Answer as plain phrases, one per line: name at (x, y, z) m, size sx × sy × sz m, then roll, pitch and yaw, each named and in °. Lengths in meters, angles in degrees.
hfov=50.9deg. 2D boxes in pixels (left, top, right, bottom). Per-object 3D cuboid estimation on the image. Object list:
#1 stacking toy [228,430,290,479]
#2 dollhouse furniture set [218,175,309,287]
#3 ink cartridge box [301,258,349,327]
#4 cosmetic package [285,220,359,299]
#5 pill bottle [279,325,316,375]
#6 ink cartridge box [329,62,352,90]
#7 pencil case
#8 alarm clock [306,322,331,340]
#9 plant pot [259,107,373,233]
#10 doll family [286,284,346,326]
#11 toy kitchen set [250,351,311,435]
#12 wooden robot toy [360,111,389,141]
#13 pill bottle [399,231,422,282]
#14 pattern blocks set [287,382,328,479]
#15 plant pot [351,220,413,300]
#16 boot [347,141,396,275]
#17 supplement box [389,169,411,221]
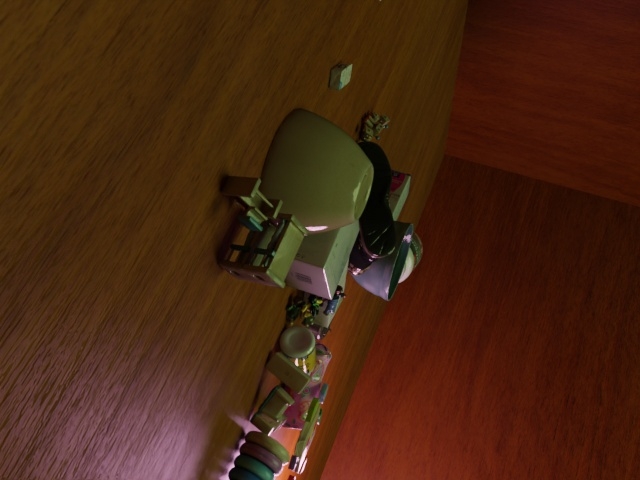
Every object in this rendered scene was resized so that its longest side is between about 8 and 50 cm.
stacking toy at (-0.218, 0.678, 1.785) m, size 0.330 × 0.141 × 0.141 m, roll -56°, pitch 159°, yaw -31°
dollhouse furniture set at (-0.140, -0.017, 1.263) m, size 0.183 × 0.129 × 0.129 m, roll 47°, pitch 59°, yaw -47°
ink cartridge box at (0.018, 0.131, 2.056) m, size 0.154 × 0.093 × 0.212 m, roll -55°, pitch 159°, yaw -52°
cosmetic package at (0.000, 0.000, 1.736) m, size 0.224 × 0.138 × 0.224 m, roll 77°, pitch 32°, yaw -65°
pill bottle at (-0.064, 0.335, 1.963) m, size 0.184 × 0.103 × 0.103 m, roll 88°, pitch 23°, yaw -52°
ink cartridge box at (0.050, -0.405, 1.652) m, size 0.083 × 0.028 × 0.048 m, roll -52°, pitch 155°, yaw -55°
pencil case at (-0.051, 0.461, 2.132) m, size 0.124 × 0.124 × 0.283 m, roll -23°, pitch 129°, yaw -72°
alarm clock at (0.000, 0.257, 2.216) m, size 0.192 × 0.064 × 0.129 m, roll 73°, pitch 37°, yaw -62°
plant pot at (0.007, -0.131, 1.491) m, size 0.284 × 0.191 × 0.283 m, roll 18°, pitch 90°, yaw -76°
doll family at (-0.010, 0.180, 1.923) m, size 0.193 × 0.076 × 0.111 m, roll -25°, pitch 140°, yaw -42°
toy kitchen set at (-0.121, 0.431, 1.916) m, size 0.207 × 0.122 × 0.166 m, roll -53°, pitch 167°, yaw 3°
wooden robot toy at (0.150, -0.345, 2.095) m, size 0.079 × 0.076 × 0.173 m, roll -39°, pitch -170°, yaw 37°
pill bottle at (0.302, 0.069, 2.840) m, size 0.363 × 0.210 × 0.210 m, roll -33°, pitch 138°, yaw -69°
pattern blocks set at (-0.045, 0.585, 1.999) m, size 0.325 × 0.026 × 0.285 m, roll -50°, pitch 155°, yaw -66°
plant pot at (0.199, 0.052, 2.447) m, size 0.293 × 0.196 × 0.292 m, roll 17°, pitch 90°, yaw -77°
boot at (0.132, -0.088, 2.108) m, size 0.284 × 0.138 × 0.377 m, roll 120°, pitch -37°, yaw -66°
supplement box at (0.262, -0.160, 2.610) m, size 0.113 × 0.111 × 0.220 m, roll 87°, pitch 24°, yaw -54°
